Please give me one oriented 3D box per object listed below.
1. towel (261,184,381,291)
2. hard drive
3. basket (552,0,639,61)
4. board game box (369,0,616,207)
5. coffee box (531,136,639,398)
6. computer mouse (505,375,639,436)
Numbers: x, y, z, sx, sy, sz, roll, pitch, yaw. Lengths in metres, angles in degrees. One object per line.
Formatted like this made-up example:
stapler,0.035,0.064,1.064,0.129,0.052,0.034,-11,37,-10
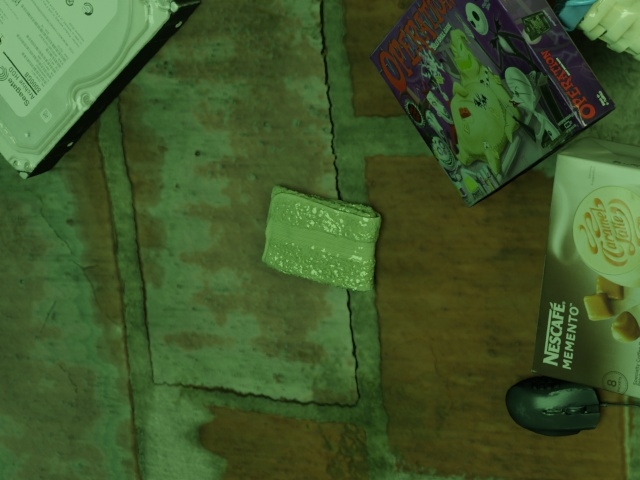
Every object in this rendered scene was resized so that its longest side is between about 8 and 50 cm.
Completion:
towel,0.000,0.000,1.919,0.148,0.027,0.110,15,112,24
hard drive,-0.331,-0.267,1.997,0.339,0.064,0.237,-42,83,31
basket,0.285,-0.305,1.556,0.289,0.255,0.201,31,118,-4
board game box,0.163,-0.163,1.648,0.208,0.056,0.347,61,164,4
coffee box,0.316,0.029,1.717,0.141,0.098,0.247,14,110,24
computer mouse,0.317,0.189,1.797,0.242,0.041,0.071,-1,103,28
